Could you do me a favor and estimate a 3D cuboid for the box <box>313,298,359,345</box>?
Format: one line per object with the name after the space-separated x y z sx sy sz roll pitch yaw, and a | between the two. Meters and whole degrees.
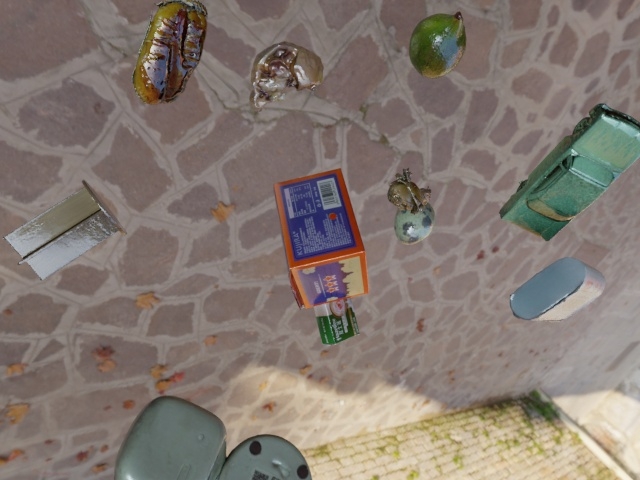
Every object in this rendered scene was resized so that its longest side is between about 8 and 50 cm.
0.055 0.277 1.760 0.135 0.199 0.081 -14 177 -42 | box

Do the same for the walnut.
-0.114 -0.480 1.321 0.238 0.204 0.141 -17 129 26 | walnut

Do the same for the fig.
0.423 -0.675 1.578 0.203 0.235 0.203 3 82 -25 | fig

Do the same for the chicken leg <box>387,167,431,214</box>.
0.274 -0.134 1.391 0.080 0.125 0.196 -14 154 41 | chicken leg

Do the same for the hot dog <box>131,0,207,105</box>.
-0.354 -0.446 1.126 0.163 0.082 0.270 -16 137 -62 | hot dog

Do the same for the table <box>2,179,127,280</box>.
-0.624 -0.019 1.151 0.227 0.167 0.167 -37 140 -15 | table

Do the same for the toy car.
0.539 -0.126 1.006 0.142 0.097 0.320 26 134 -4 | toy car

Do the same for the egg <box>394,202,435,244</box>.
0.328 -0.064 1.652 0.181 0.141 0.141 -60 148 -29 | egg

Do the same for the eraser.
0.537 0.118 1.058 0.174 0.081 0.227 -44 148 25 | eraser

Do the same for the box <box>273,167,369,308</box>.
0.000 0.000 1.616 0.257 0.348 0.318 -13 150 -1 | box

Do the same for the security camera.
-0.153 0.353 0.715 0.302 0.157 0.080 28 139 -9 | security camera
